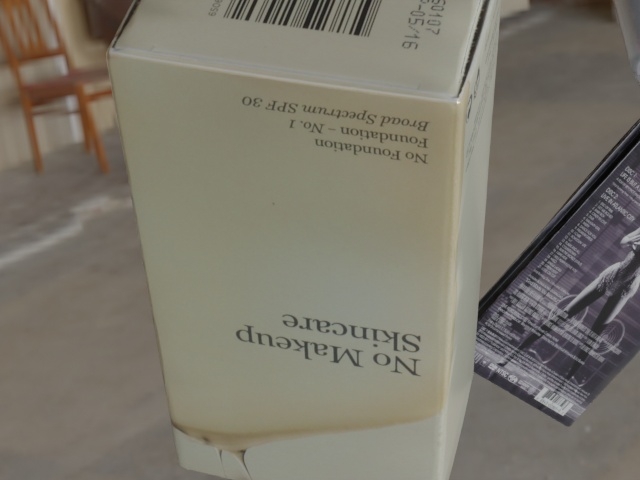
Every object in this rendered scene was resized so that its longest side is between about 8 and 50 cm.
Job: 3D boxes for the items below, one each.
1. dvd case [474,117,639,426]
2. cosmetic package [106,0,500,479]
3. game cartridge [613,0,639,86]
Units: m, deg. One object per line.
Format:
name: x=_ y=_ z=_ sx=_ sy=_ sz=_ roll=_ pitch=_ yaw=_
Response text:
dvd case: x=0.206 y=0.026 z=1.051 sx=0.164 sy=0.221 sz=0.018 roll=32 pitch=14 yaw=-42
cosmetic package: x=0.000 y=0.000 z=0.746 sx=0.160 sy=0.309 sz=0.113 roll=9 pitch=47 yaw=12
game cartridge: x=0.287 y=-0.183 z=0.733 sx=0.297 sy=0.062 sz=0.198 roll=-16 pitch=57 yaw=15
